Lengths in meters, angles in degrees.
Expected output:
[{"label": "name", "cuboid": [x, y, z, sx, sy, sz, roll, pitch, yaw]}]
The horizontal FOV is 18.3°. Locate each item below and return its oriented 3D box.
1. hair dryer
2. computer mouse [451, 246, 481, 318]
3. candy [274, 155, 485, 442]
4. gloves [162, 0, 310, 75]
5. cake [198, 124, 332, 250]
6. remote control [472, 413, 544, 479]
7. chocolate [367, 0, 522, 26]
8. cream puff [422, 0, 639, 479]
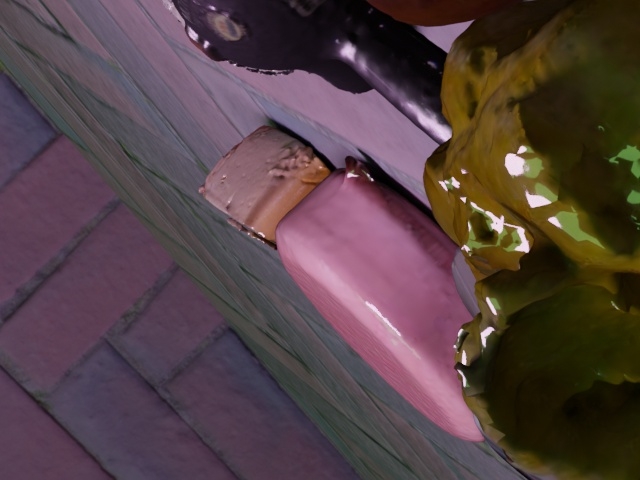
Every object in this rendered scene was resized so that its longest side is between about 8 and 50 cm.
[{"label": "hair dryer", "cuboid": [0.072, -0.053, 1.002, 0.359, 0.120, 0.304, 43, 180, 18]}, {"label": "computer mouse", "cuboid": [0.203, 0.125, 1.291, 0.331, 0.095, 0.197, 44, 167, 12]}, {"label": "candy", "cuboid": [0.066, 0.047, 1.574, 0.255, 0.094, 0.255, 45, 173, 7]}, {"label": "gloves", "cuboid": [-0.047, -0.148, 1.266, 0.114, 0.070, 0.153, 51, 168, -33]}, {"label": "cake", "cuboid": [0.011, -0.019, 1.732, 0.225, 0.090, 0.109, 28, -177, -40]}, {"label": "remote control", "cuboid": [0.207, 0.119, 1.052, 0.056, 0.140, 0.296, 48, 173, -39]}, {"label": "chocolate", "cuboid": [0.045, -0.140, 0.702, 0.127, 0.133, 0.124, 22, 120, 18]}, {"label": "cream puff", "cuboid": [0.142, 0.023, 0.766, 0.282, 0.185, 0.282, 47, 175, 5]}]
